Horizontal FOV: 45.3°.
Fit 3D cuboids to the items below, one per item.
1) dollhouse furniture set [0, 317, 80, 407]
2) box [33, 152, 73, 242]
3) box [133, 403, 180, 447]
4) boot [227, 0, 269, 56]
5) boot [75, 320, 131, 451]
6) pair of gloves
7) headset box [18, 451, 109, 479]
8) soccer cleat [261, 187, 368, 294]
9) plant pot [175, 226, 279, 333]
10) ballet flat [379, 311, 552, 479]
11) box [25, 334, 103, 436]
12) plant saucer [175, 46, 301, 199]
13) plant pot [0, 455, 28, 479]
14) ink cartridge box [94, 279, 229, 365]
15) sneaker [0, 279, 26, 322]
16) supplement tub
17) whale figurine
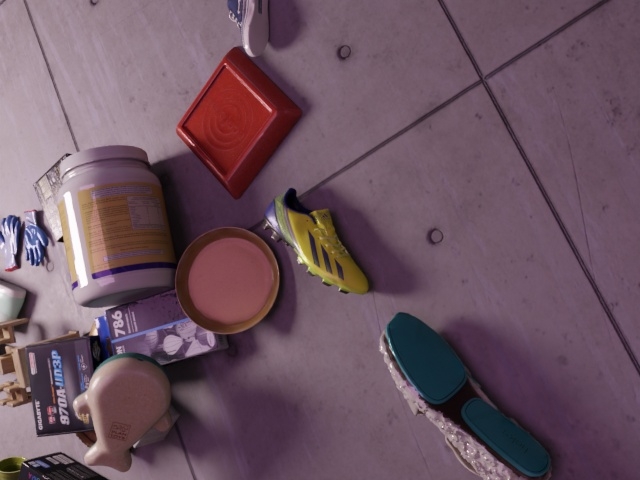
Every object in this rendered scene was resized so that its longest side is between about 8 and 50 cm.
[{"bbox_3d":[-0.737,0.305,1.978,0.242,0.161,0.212,-7,95,48],"label":"dollhouse furniture set"},{"bbox_3d":[-0.634,-0.106,1.961,0.147,0.077,0.180,-37,70,23],"label":"box"},{"bbox_3d":[-0.408,0.411,1.790,0.101,0.102,0.087,42,109,24],"label":"box"},{"bbox_3d":[-0.166,-0.498,1.724,0.086,0.069,0.190,-3,78,37],"label":"boot"},{"bbox_3d":[-0.514,0.361,1.865,0.236,0.089,0.269,26,97,22],"label":"boot"},{"bbox_3d":[-0.812,-0.001,2.092,0.198,0.023,0.159,-11,84,30],"label":"pair of gloves"},{"bbox_3d":[-0.639,0.711,1.893,0.246,0.131,0.283,18,97,30],"label":"headset box"},{"bbox_3d":[-0.001,0.000,1.583,0.289,0.093,0.121,41,101,25],"label":"soccer cleat"},{"bbox_3d":[-0.203,0.088,1.691,0.236,0.032,0.236,-1,81,8],"label":"plant pot"},{"bbox_3d":[0.239,0.317,1.412,0.409,0.147,0.147,47,110,24],"label":"ballet flat"},{"bbox_3d":[-0.597,0.343,1.814,0.175,0.051,0.220,-9,87,13],"label":"box"},{"bbox_3d":[-0.204,-0.271,1.739,0.258,0.048,0.259,47,111,23],"label":"plant saucer"},{"bbox_3d":[-0.819,0.630,2.038,0.083,0.083,0.079,13,106,30],"label":"plant pot"},{"bbox_3d":[-0.385,0.213,1.770,0.333,0.065,0.165,-19,79,16],"label":"ink cartridge box"},{"bbox_3d":[-0.931,0.172,2.106,0.256,0.094,0.151,18,91,27],"label":"sneaker"},{"bbox_3d":[-0.471,-0.029,1.769,0.241,0.241,0.331,-18,78,28],"label":"supplement tub"},{"bbox_3d":[-0.432,0.371,1.683,0.216,0.141,0.272,15,105,-15],"label":"whale figurine"}]
